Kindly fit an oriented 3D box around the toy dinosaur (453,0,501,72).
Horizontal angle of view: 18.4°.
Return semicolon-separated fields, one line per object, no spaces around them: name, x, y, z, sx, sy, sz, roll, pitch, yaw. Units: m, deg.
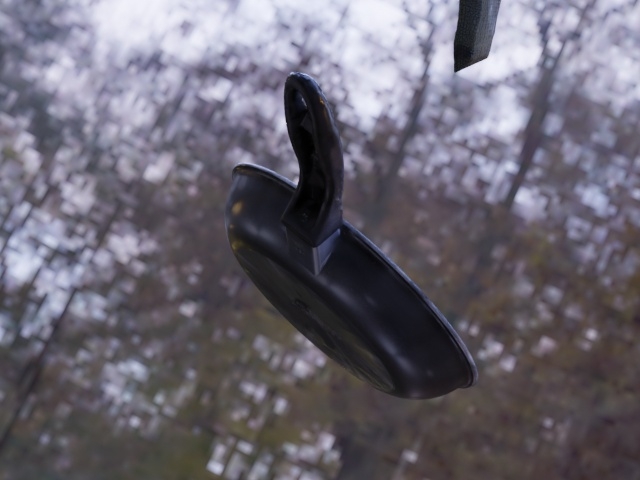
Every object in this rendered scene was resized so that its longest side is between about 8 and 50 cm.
toy dinosaur;0.050;-0.199;0.620;0.064;0.118;0.268;-90;159;-75

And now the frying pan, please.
frying pan;0.022;0.020;1.136;0.197;0.053;0.326;43;-12;0
